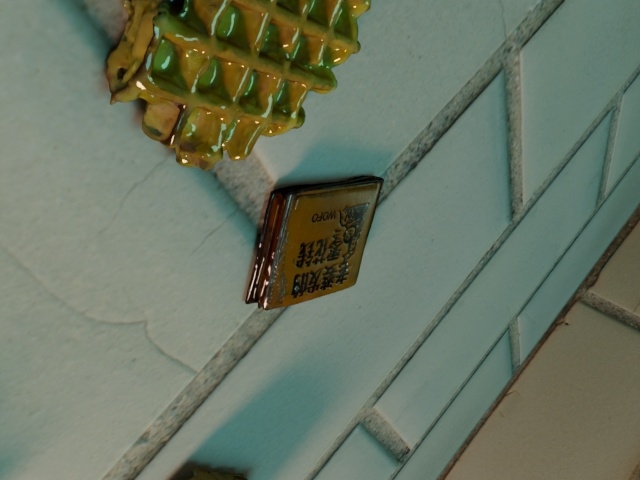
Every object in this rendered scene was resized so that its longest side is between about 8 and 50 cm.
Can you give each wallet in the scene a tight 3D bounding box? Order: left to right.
[{"bbox_3d":[0.002,0.002,0.692,0.195,0.042,0.161,-11,125,-47],"label":"wallet"}]

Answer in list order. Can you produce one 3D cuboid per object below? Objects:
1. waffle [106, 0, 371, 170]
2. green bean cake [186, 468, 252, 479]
[{"bbox_3d":[-0.054,-0.198,0.437,0.283,0.065,0.309,-43,143,-21],"label":"waffle"},{"bbox_3d":[-0.163,0.442,0.767,0.229,0.131,0.224,-50,147,-10],"label":"green bean cake"}]
